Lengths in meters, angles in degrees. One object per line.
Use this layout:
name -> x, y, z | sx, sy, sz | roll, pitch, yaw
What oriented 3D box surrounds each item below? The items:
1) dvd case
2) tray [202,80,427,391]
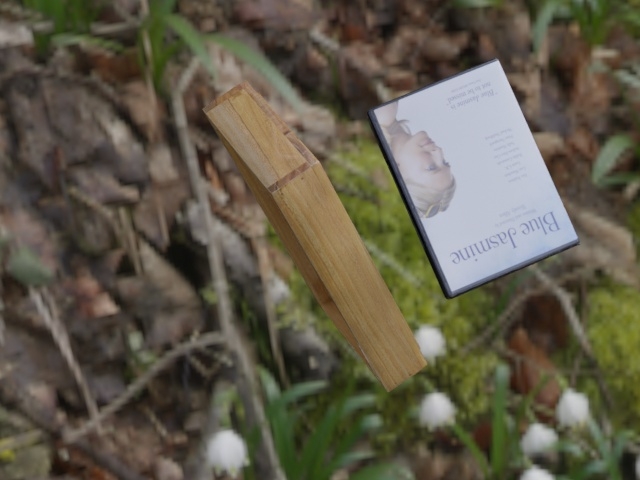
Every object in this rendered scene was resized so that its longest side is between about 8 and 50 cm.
dvd case -> 0.185, -0.076, 1.969 | 0.180, 0.253, 0.022 | -23, -5, -10
tray -> 0.000, 0.000, 2.066 | 0.076, 0.411, 0.203 | -34, 45, -5
